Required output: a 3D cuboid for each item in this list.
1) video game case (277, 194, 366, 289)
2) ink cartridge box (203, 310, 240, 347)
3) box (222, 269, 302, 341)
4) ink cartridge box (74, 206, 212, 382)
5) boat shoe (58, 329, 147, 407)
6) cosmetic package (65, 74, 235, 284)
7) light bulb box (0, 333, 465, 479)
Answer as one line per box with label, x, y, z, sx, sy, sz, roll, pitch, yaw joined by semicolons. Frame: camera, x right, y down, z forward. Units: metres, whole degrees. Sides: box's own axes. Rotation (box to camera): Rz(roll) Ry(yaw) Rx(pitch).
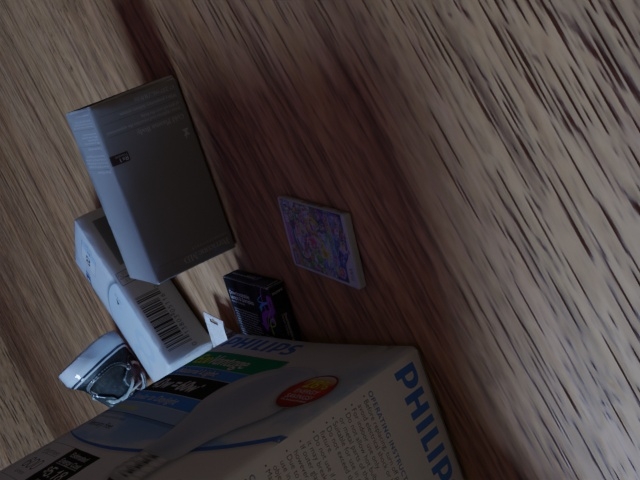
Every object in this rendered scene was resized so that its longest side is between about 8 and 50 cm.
video game case;0.000;0.000;0.922;0.122;0.011;0.087;18;128;51
ink cartridge box;-0.132;0.155;1.244;0.063;0.029;0.115;16;126;53
box;-0.066;0.120;1.110;0.116;0.029;0.162;10;123;54
ink cartridge box;-0.327;0.163;1.500;0.308;0.091;0.385;52;148;20
boat shoe;-0.377;0.248;1.570;0.119;0.121;0.335;48;176;6
cosmetic package;-0.216;-0.075;1.091;0.107;0.127;0.238;2;117;57
light bulb box;-0.095;0.280;0.914;0.358;0.361;0.225;-5;109;52
